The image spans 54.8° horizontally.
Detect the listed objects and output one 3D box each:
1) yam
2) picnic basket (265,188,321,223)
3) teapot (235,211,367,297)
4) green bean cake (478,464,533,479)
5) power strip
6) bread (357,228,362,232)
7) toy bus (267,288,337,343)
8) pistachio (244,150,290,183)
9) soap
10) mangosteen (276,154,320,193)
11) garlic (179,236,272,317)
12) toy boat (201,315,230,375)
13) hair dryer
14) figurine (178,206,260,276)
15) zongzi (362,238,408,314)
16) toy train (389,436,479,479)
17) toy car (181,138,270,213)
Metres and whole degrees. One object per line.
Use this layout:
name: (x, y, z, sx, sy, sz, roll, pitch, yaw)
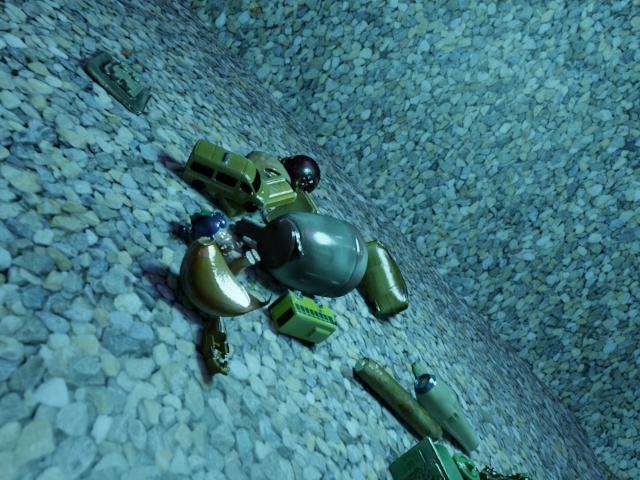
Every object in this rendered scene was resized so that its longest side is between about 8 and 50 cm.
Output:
yam: (0.219, 0.444, 1.718, 0.317, 0.067, 0.071, 45, 45, -10)
picnic basket: (-0.081, -0.070, 1.958, 0.079, 0.164, 0.115, 40, 16, -53)
teapot: (-0.074, 0.014, 1.750, 0.314, 0.234, 0.312, 24, 3, 40)
green bean cake: (0.456, 0.653, 1.605, 0.107, 0.208, 0.194, 28, 28, -55)
power strip: (-0.575, -0.479, 1.812, 0.198, 0.064, 0.213, 43, 17, -23)
bread: (-0.003, -0.003, 2.206, 0.263, 0.163, 0.167, 21, 8, 23)
toy bus: (-0.041, 0.201, 1.587, 0.175, 0.088, 0.101, 27, 28, -44)
pistachio: (-0.185, -0.226, 2.111, 0.152, 0.126, 0.223, 15, -11, 43)
soap: (-0.189, -0.136, 1.862, 0.252, 0.037, 0.092, -17, 64, -42)
mangosteen: (-0.086, -0.253, 2.359, 0.172, 0.172, 0.184, 40, -1, -23)
garlic: (-0.226, 0.100, 1.326, 0.207, 0.128, 0.115, 46, -27, -14)
toy boat: (-0.206, 0.211, 1.225, 0.047, 0.049, 0.149, 36, 21, -35)
hair dryer: (0.393, 0.526, 1.948, 0.296, 0.119, 0.298, 55, 5, 2)
figurine: (-0.248, 0.005, 1.498, 0.195, 0.102, 0.111, 52, 14, 3)
zongzi: (0.236, 0.141, 2.279, 0.300, 0.145, 0.274, 23, 47, -74)
toy train: (0.304, 0.605, 1.441, 0.201, 0.145, 0.266, 27, 26, -42)
toy car: (-0.254, -0.182, 1.741, 0.256, 0.124, 0.101, 22, 42, -13)
